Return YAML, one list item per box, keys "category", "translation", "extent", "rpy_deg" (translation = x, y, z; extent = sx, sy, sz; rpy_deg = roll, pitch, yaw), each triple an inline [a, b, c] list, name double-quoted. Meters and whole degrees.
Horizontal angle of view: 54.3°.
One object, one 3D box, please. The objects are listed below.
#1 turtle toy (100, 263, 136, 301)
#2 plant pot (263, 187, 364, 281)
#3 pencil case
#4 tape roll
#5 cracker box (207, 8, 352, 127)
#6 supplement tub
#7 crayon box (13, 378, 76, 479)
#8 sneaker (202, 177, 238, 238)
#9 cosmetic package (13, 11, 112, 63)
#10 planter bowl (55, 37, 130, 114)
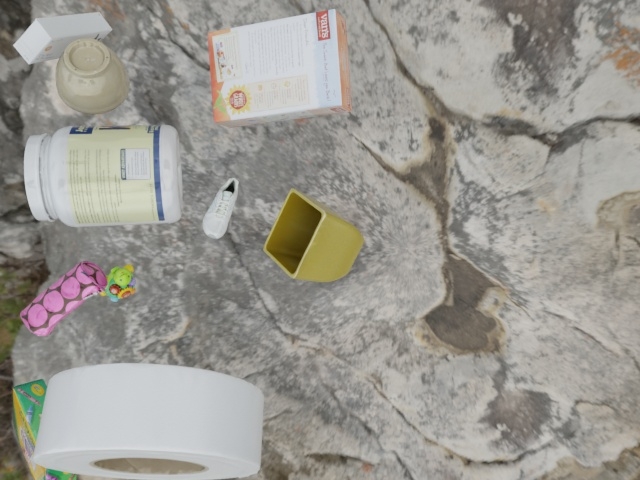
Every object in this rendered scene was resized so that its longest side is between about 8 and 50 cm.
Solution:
- category: "turtle toy"
  translation: [-0.511, 0.108, 1.594]
  extent: [0.095, 0.130, 0.066]
  rpy_deg: [-28, 67, -32]
- category: "plant pot"
  translation: [0.000, 0.000, 0.712]
  extent: [0.081, 0.083, 0.081]
  rpy_deg: [39, 108, 51]
- category: "pencil case"
  translation: [-0.612, 0.143, 1.494]
  extent: [0.209, 0.095, 0.098]
  rpy_deg: [-40, 72, 6]
- category: "tape roll"
  translation: [-0.215, 0.247, 0.818]
  extent: [0.286, 0.286, 0.100]
  rpy_deg: [-4, 61, 8]
- category: "cracker box"
  translation: [-0.069, -0.284, 1.050]
  extent: [0.232, 0.067, 0.156]
  rpy_deg: [-3, 91, 19]
- category: "supplement tub"
  translation: [-0.495, -0.151, 1.465]
  extent: [0.325, 0.235, 0.235]
  rpy_deg: [-3, 89, -10]
- category: "crayon box"
  translation: [-0.724, 0.523, 1.634]
  extent: [0.278, 0.081, 0.165]
  rpy_deg: [45, 131, 36]
- category: "sneaker"
  translation: [-0.212, -0.073, 1.335]
  extent: [0.053, 0.061, 0.152]
  rpy_deg: [20, 54, -10]
- category: "cosmetic package"
  translation: [-0.613, -0.490, 1.504]
  extent: [0.099, 0.239, 0.060]
  rpy_deg: [-35, 99, 27]
- category: "planter bowl"
  translation: [-0.515, -0.381, 1.397]
  extent: [0.162, 0.109, 0.162]
  rpy_deg: [4, 68, -10]
